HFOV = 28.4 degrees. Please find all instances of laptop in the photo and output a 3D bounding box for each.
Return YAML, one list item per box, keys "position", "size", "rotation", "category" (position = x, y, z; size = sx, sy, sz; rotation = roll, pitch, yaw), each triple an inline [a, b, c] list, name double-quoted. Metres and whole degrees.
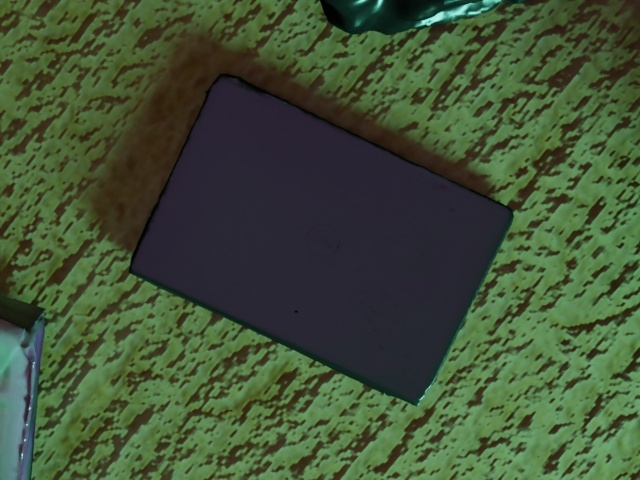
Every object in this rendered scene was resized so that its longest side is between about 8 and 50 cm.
- position: [0.000, 0.000, 0.748]
  size: [0.197, 0.016, 0.135]
  rotation: [26, 97, -5]
  category: "laptop"

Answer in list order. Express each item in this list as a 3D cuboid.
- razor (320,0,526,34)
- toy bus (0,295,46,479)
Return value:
- position: [0.042, -0.275, 0.657]
  size: [0.189, 0.107, 0.327]
  rotation: [-16, 99, 3]
  category: "razor"
- position: [-0.228, 0.159, 0.736]
  size: [0.112, 0.090, 0.274]
  rotation: [6, 98, -7]
  category: "toy bus"
